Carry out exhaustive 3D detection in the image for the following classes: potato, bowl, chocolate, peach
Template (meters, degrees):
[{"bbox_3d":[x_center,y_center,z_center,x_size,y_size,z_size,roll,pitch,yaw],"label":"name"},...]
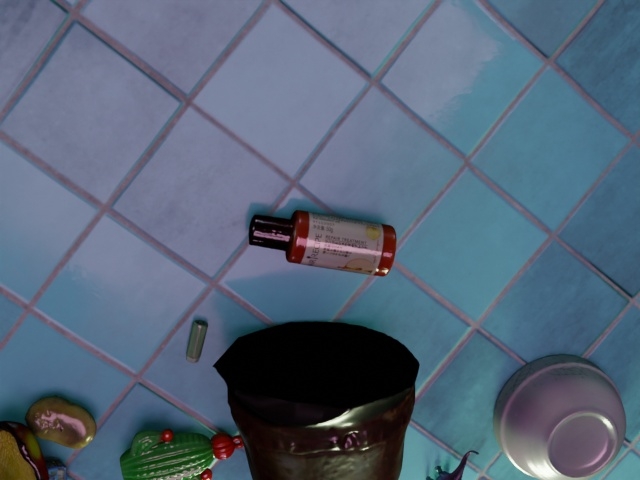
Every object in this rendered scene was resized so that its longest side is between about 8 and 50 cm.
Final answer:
[{"bbox_3d":[-0.508,0.356,1.666,0.138,0.070,0.091,26,100,-16],"label":"potato"},{"bbox_3d":[0.528,0.401,1.813,0.287,0.144,0.287,-3,106,-10],"label":"bowl"},{"bbox_3d":[-0.005,0.362,1.607,0.384,0.383,0.331,0,107,-9],"label":"chocolate"},{"bbox_3d":[-0.581,0.451,1.649,0.189,0.068,0.279,45,132,19],"label":"peach"}]

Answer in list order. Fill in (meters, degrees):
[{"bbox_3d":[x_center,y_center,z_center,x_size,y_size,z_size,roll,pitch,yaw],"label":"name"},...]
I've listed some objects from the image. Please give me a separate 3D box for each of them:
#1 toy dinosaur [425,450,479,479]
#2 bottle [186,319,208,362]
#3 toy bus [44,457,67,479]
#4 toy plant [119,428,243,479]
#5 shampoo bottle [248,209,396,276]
[{"bbox_3d":[0.268,0.521,1.834,0.045,0.080,0.197,42,95,-14],"label":"toy dinosaur"},{"bbox_3d":[-0.246,0.201,1.688,0.030,0.030,0.083,12,104,-12],"label":"bottle"},{"bbox_3d":[-0.544,0.513,1.711,0.061,0.051,0.153,-6,108,-39],"label":"toy bus"},{"bbox_3d":[-0.284,0.447,1.723,0.240,0.088,0.154,10,116,-23],"label":"toy plant"},{"bbox_3d":[0.000,0.000,1.635,0.278,0.104,0.104,9,103,-11],"label":"shampoo bottle"}]
